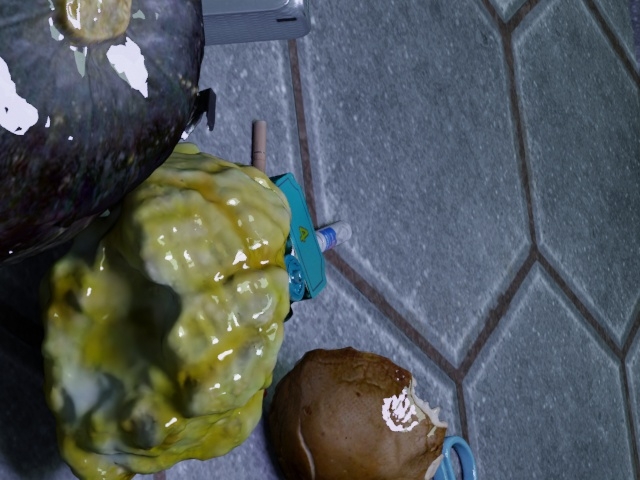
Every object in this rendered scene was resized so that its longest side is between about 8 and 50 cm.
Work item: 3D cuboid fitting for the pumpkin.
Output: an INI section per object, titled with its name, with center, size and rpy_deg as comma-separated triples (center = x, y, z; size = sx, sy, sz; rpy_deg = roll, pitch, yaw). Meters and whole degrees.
[pumpkin]
center = -0.315, -0.191, 1.175
size = 0.454, 0.344, 0.454
rpy_deg = -4, 94, -57

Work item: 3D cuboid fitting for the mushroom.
[mushroom]
center = 0.028, 0.241, 1.803
size = 0.208, 0.302, 0.233
rpy_deg = -14, 97, -15

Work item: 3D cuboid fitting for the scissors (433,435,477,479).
[scissors]
center = 0.240, 0.539, 2.147
size = 0.192, 0.029, 0.447
rpy_deg = -26, 103, -57

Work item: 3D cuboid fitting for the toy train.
[toy train]
center = -0.068, 0.005, 1.749
size = 0.154, 0.107, 0.198
rpy_deg = -41, 116, -63

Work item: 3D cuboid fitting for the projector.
[projector]
center = -0.139, -0.334, 1.586
size = 0.108, 0.250, 0.198
rpy_deg = 63, 24, -74

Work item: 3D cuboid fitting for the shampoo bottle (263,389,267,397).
[shampoo bottle]
center = -0.136, 0.081, 1.648
size = 0.102, 0.064, 0.260
rpy_deg = -27, 104, -57

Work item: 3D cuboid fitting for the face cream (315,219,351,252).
[face cream]
center = 0.000, 0.000, 1.920
size = 0.130, 0.034, 0.034
rpy_deg = -23, 100, -57

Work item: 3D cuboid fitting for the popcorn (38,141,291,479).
[popcorn]
center = -0.143, 0.076, 1.391
size = 0.293, 0.334, 0.292
rpy_deg = 45, 22, 22

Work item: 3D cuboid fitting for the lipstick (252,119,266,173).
[lipstick]
center = -0.083, -0.118, 1.835
size = 0.019, 0.019, 0.094
rpy_deg = 26, 59, -53

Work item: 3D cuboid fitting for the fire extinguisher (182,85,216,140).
[fire extinguisher]
center = -0.208, -0.120, 1.399
size = 0.072, 0.267, 0.089
rpy_deg = 55, 41, -35
